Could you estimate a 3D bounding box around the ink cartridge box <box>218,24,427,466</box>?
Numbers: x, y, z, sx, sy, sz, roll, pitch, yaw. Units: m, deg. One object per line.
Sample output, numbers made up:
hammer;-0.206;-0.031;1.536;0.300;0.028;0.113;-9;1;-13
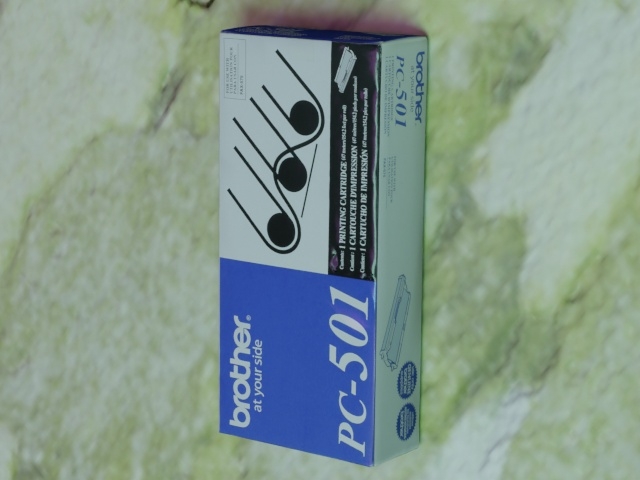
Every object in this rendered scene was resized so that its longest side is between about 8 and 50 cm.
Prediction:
ink cartridge box;0.000;0.000;0.932;0.097;0.046;0.207;9;104;33
